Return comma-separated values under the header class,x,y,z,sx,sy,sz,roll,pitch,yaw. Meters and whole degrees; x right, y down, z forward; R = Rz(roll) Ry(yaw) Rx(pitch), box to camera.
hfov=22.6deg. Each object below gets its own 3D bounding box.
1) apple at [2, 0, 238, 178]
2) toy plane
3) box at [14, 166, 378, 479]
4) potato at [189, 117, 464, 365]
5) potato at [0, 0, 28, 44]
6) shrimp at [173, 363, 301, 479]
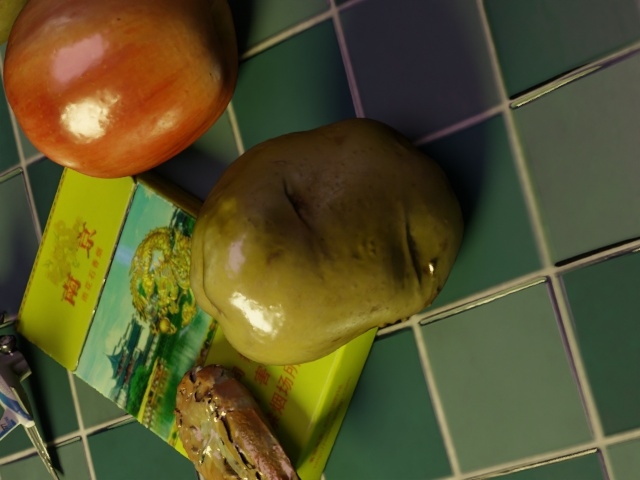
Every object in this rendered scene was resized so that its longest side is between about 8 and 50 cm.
class,x,y,z,sx,sy,sz,roll,pitch,yaw
apple,-0.152,-0.144,1.267,0.199,0.199,0.199,1,91,38
toy plane,-0.286,0.114,1.412,0.226,0.058,0.226,-126,13,-58
box,-0.112,0.066,1.320,0.335,0.047,0.187,31,110,34
potato,0.000,-0.002,1.152,0.154,0.200,0.137,45,154,40
potato,-0.315,-0.330,1.365,0.202,0.218,0.351,6,92,11
shrimp,-0.054,0.167,1.227,0.184,0.043,0.091,41,123,36
